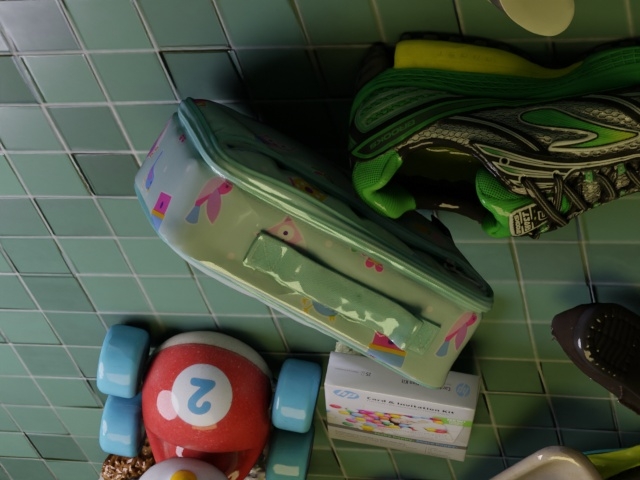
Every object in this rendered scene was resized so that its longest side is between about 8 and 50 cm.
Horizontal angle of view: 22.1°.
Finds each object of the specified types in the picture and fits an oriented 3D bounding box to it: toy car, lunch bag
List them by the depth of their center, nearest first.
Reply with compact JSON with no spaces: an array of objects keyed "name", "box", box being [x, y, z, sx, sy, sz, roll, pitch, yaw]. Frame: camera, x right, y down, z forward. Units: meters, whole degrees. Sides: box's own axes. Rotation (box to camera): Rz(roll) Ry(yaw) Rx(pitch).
[{"name":"lunch bag","box":[0.000,0.000,1.287,0.279,0.224,0.108,27,98,-20]},{"name":"toy car","box":[-0.128,0.234,1.627,0.219,0.238,0.210,10,140,3]}]

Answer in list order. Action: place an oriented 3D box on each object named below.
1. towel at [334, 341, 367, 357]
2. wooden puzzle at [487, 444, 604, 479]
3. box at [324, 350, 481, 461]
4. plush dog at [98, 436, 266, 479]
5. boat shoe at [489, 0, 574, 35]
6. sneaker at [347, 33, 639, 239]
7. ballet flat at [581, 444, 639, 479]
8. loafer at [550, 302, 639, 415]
[{"name":"towel","box":[0.077,0.087,1.547,0.110,0.027,0.148,16,147,-2]},{"name":"wooden puzzle","box":[0.269,0.392,1.678,0.348,0.080,0.322,52,154,7]},{"name":"box","box":[0.079,0.165,1.612,0.145,0.038,0.186,10,157,5]},{"name":"plush dog","box":[-0.160,0.330,1.851,0.225,0.210,0.262,32,148,21]},{"name":"boat shoe","box":[0.120,-0.189,1.137,0.137,0.049,0.043,31,-176,-27]},{"name":"sneaker","box":[0.186,-0.055,1.212,0.343,0.146,0.134,2,144,14]},{"name":"ballet flat","box":[0.335,0.233,1.623,0.231,0.077,0.077,-24,130,41]},{"name":"loafer","box":[0.290,0.112,1.487,0.220,0.080,0.078,39,170,-33]}]
